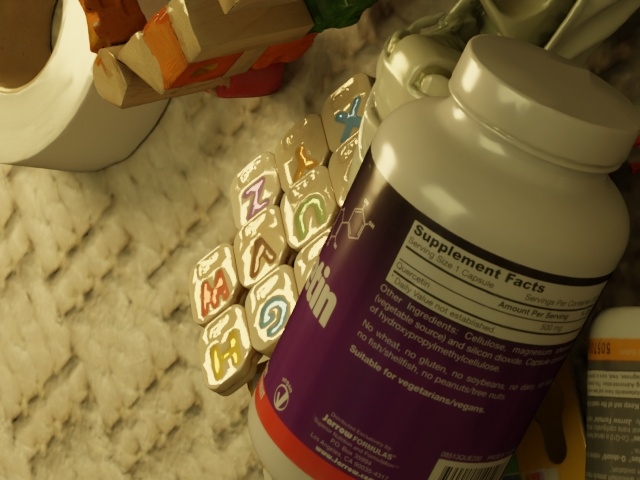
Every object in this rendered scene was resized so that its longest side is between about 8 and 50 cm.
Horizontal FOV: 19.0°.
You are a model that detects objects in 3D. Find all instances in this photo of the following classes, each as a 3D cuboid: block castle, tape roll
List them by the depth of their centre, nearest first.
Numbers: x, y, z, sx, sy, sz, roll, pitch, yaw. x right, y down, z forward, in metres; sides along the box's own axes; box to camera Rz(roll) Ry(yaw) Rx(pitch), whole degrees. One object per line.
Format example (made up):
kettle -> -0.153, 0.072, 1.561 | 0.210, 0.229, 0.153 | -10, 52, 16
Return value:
block castle -> -0.050, -0.314, 1.503 | 0.453, 0.213, 0.303 | -40, 69, 56
tape roll -> -0.253, -0.208, 1.814 | 0.286, 0.100, 0.286 | -4, 85, 44

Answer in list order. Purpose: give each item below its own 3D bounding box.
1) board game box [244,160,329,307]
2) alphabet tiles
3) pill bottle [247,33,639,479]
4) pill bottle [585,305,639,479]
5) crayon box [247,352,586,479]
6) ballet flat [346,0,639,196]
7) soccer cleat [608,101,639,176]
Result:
board game box -> -0.010, 0.017, 1.608 | 0.169, 0.033, 0.133 | -55, 47, 20
alphabet tiles -> 0.000, 0.000, 1.530 | 0.284, 0.021, 0.278 | -38, 42, 26
pill bottle -> 0.087, 0.032, 1.279 | 0.181, 0.181, 0.323 | 44, 119, 37
pill bottle -> 0.251, 0.183, 1.244 | 0.162, 0.162, 0.278 | -1, 86, 44
crayon box -> 0.093, 0.156, 1.458 | 0.323, 0.083, 0.203 | -23, 71, 42
ballet flat -> 0.122, -0.145, 1.355 | 0.400, 0.139, 0.139 | -49, 55, 16
soccer cleat -> 0.178, -0.074, 1.407 | 0.196, 0.068, 0.076 | -25, 67, 43
